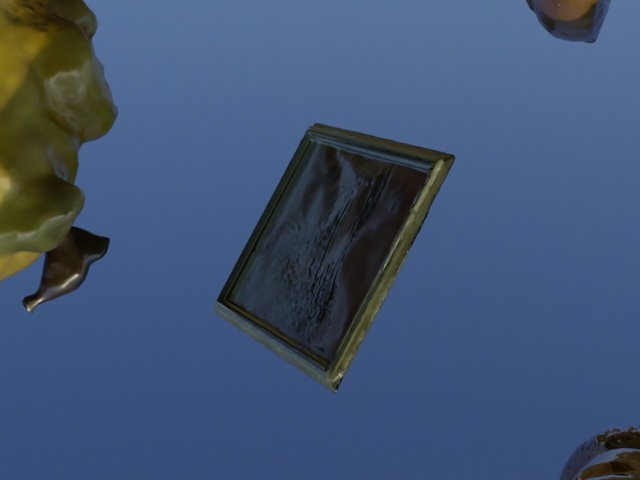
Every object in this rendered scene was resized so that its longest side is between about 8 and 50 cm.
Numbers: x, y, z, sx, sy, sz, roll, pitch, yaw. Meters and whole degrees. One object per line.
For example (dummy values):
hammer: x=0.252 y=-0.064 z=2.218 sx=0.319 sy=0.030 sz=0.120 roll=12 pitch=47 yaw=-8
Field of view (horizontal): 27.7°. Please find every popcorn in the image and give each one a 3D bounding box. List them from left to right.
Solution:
popcorn: x=-0.299 y=-0.076 z=0.893 sx=0.315 sy=0.281 sz=0.297 roll=-6 pitch=-112 yaw=14

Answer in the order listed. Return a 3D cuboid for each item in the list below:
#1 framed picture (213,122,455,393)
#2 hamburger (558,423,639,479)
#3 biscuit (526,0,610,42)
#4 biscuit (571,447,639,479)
framed picture: x=0.000 y=0.000 z=1.146 sx=0.016 sy=0.216 sz=0.273 roll=29 pitch=177 yaw=-27
hamburger: x=0.299 y=0.279 z=1.018 sx=0.211 sy=0.245 sz=0.260 roll=9 pitch=-176 yaw=-16
biscuit: x=0.120 y=-0.200 z=0.481 sx=0.037 sy=0.262 sz=0.262 roll=15 pitch=-147 yaw=10
biscuit: x=0.217 y=0.125 z=0.338 sx=0.351 sy=0.312 sz=0.057 roll=52 pitch=-168 yaw=5
